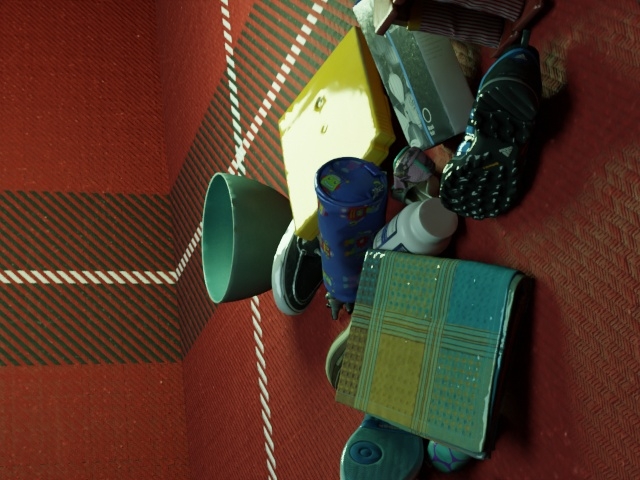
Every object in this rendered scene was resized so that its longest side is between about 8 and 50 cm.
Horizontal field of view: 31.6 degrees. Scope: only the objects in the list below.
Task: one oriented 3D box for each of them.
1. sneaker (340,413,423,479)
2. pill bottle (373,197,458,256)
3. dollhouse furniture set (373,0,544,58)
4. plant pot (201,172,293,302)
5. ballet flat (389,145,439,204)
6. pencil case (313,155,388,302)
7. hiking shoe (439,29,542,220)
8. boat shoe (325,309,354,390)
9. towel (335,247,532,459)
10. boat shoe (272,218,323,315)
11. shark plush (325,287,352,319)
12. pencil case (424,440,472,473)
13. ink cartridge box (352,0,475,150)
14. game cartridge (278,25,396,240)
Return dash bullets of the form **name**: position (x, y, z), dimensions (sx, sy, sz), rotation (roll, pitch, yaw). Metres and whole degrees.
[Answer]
- **sneaker**: position (0.103, 0.385, 1.837), dimensions (0.319, 0.127, 0.208), rotation (-55, -25, -59)
- **pill bottle**: position (0.158, -0.008, 1.840), dimensions (0.169, 0.094, 0.094), rotation (135, 133, -63)
- **dollhouse furniture set**: position (0.188, -0.468, 1.641), dimensions (0.152, 0.201, 0.374), rotation (127, 146, -60)
- **plant pot**: position (-0.140, -0.005, 2.541), dimensions (0.290, 0.195, 0.290), rotation (180, 90, -71)
- **ballet flat**: position (0.158, -0.094, 1.855), dimensions (0.079, 0.077, 0.221), rotation (41, 173, 9)
- **pencil case**: position (0.059, -0.020, 1.984), dimensions (0.119, 0.133, 0.306), rotation (57, 163, 34)
- **hiking shoe**: position (0.255, -0.146, 1.603), dimensions (0.304, 0.113, 0.132), rotation (108, -175, -55)
- **boat shoe**: position (0.078, 0.206, 2.066), dimensions (0.257, 0.095, 0.095), rotation (109, 148, -41)
- **towel**: position (0.160, 0.157, 1.713), dimensions (0.370, 0.040, 0.271), rotation (9, 85, 57)
- **boat shoe**: position (0.003, 0.002, 2.191), dimensions (0.105, 0.113, 0.306), rotation (1, 62, 48)
- **shark plush**: position (0.039, 0.122, 2.244), dimensions (0.067, 0.073, 0.161), rotation (49, 139, 16)
- **pencil case**: position (0.213, 0.298, 1.710), dimensions (0.070, 0.064, 0.152), rotation (46, 143, 14)
- **ink cartridge box**: position (0.138, -0.310, 1.783), dimensions (0.333, 0.065, 0.165), rotation (68, 160, 0)
- **game cartridge**: position (0.026, -0.203, 2.140), dimensions (0.285, 0.052, 0.324), rotation (-48, 37, 36)
